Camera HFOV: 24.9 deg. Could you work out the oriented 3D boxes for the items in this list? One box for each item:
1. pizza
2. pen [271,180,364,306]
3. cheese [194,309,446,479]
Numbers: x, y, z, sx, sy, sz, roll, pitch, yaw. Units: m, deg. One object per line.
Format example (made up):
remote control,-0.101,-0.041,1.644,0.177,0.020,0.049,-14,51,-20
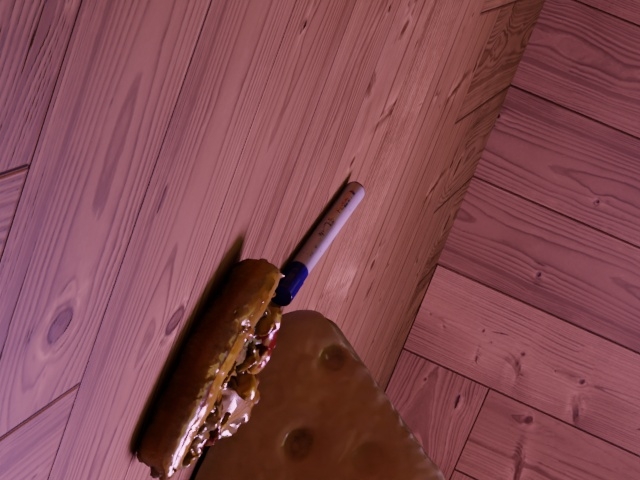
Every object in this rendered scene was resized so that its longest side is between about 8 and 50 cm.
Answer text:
pizza,-0.126,0.182,1.621,0.251,0.074,0.288,-54,163,-40
pen,0.000,0.000,1.951,0.269,0.033,0.033,-54,164,-48
cheese,0.023,0.315,1.897,0.384,0.384,0.104,-65,169,-3
